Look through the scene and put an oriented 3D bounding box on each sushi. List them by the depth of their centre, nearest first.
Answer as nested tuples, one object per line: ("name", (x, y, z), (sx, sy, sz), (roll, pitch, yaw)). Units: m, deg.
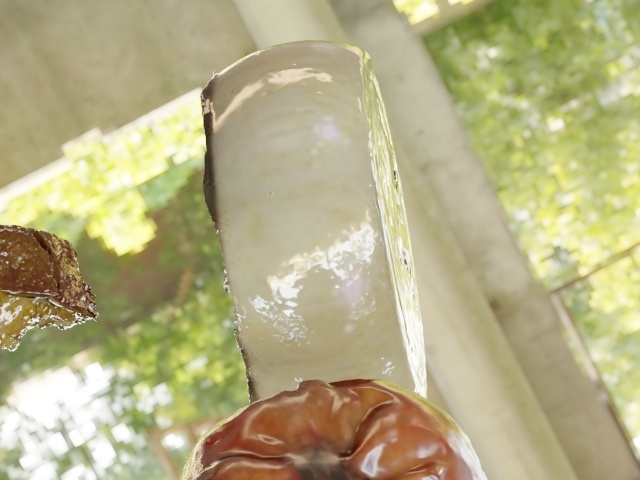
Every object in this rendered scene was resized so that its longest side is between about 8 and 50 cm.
("sushi", (-0.162, 0.025, 0.821), (0.118, 0.060, 0.061), (-6, 150, 19))

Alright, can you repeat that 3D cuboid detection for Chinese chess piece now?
("Chinese chess piece", (0.000, 0.000, 1.132), (0.104, 0.257, 0.257), (-9, -173, 7))

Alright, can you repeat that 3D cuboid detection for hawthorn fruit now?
("hawthorn fruit", (0.005, 0.152, 0.820), (0.173, 0.173, 0.179), (-29, 175, -19))
